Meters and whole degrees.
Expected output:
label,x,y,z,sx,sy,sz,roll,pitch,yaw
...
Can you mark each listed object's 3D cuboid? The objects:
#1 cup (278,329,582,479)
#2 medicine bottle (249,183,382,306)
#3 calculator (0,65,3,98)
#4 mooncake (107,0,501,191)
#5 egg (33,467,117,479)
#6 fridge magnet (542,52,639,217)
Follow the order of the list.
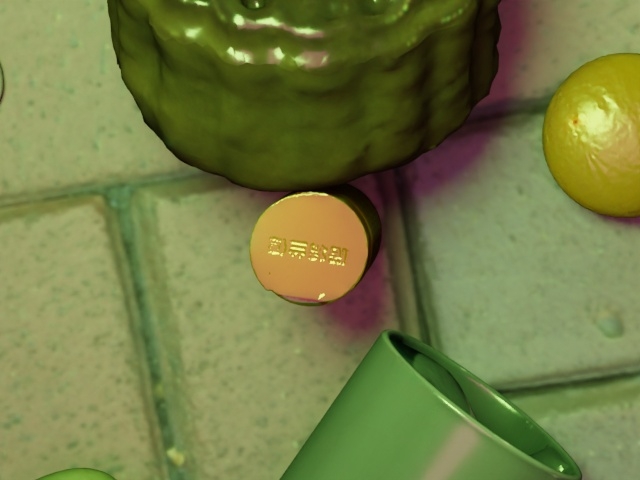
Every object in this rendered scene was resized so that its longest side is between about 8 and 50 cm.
label,x,y,z,sx,sy,sz,roll,pitch,yaw
cup,0.049,0.253,1.428,0.205,0.205,0.312,37,97,1
medicine bottle,0.000,0.000,1.419,0.096,0.192,0.096,1,95,6
calculator,-0.357,-0.171,1.522,0.103,0.024,0.166,-44,92,7
mooncake,-0.015,-0.205,1.343,0.324,0.187,0.324,0,52,0
egg,-0.244,0.337,1.456,0.218,0.218,0.295,24,84,3
fridge magnet,0.262,-0.090,1.455,0.143,0.063,0.143,0,93,4
